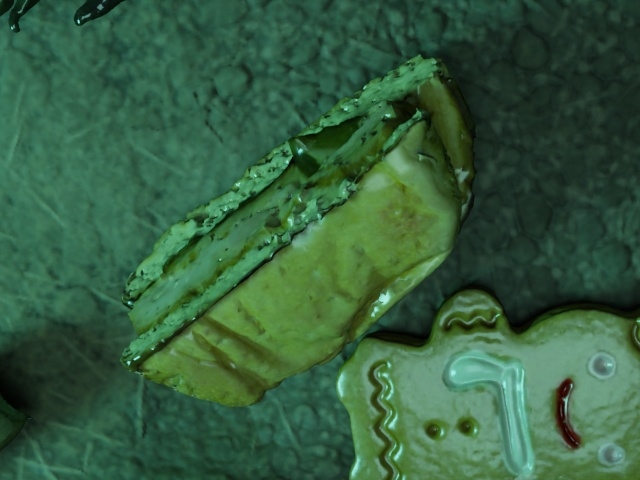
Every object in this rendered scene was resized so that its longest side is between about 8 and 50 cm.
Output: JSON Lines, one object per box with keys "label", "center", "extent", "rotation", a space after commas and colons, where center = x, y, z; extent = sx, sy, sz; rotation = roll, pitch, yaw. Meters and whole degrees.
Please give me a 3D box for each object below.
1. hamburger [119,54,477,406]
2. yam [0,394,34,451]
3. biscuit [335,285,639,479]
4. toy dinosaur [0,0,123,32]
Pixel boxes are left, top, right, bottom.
{"label": "hamburger", "center": [0.000, 0.000, 0.773], "extent": [0.262, 0.124, 0.131], "rotation": [-38, 122, 18]}
{"label": "yam", "center": [-0.367, 0.202, 0.872], "extent": [0.371, 0.083, 0.083], "rotation": [-34, 104, 12]}
{"label": "biscuit", "center": [0.137, 0.119, 0.829], "extent": [0.248, 0.035, 0.184], "rotation": [-5, 101, 7]}
{"label": "toy dinosaur", "center": [-0.178, -0.214, 0.718], "extent": [0.187, 0.087, 0.179], "rotation": [-16, 108, 7]}
